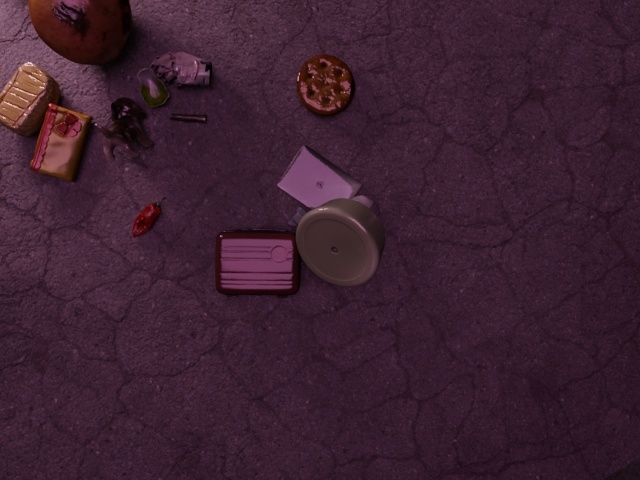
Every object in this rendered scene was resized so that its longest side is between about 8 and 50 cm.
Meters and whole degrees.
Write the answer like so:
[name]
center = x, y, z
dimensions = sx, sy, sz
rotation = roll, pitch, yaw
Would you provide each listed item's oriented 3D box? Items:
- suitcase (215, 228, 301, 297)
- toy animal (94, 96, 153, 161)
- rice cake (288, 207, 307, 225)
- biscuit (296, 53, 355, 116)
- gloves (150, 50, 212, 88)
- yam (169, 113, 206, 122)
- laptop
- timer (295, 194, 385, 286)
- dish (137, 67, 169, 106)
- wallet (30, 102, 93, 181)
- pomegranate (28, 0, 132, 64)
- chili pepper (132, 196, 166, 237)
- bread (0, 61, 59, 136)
[suitcase]
center = -0.216, 0.077, 1.420
dimensions = 0.296, 0.161, 0.237
rotation = 1, 92, -3
[toy animal]
center = -0.672, -0.374, 1.381
dimensions = 0.121, 0.233, 0.169
rotation = -7, 133, 7
[rice cake]
center = 0.003, -0.001, 1.491
dimensions = 0.290, 0.051, 0.081
rotation = 43, 123, -3
[biscuit]
center = 0.020, -0.560, 1.461
dimensions = 0.220, 0.066, 0.221
rotation = 0, 92, -4
[gloves]
center = -0.490, -0.602, 1.414
dimensions = 0.211, 0.111, 0.128
rotation = 6, 94, -10
[yam]
center = -0.476, -0.445, 1.455
dimensions = 0.129, 0.027, 0.033
rotation = 5, 113, -3
[laptop]
center = -0.002, -0.205, 1.496
dimensions = 0.268, 0.015, 0.188
rotation = 34, 89, -4
[timer]
center = 0.110, -0.043, 1.386
dimensions = 0.290, 0.315, 0.291
rotation = 15, 126, 22
[dish]
center = -0.595, -0.542, 1.439
dimensions = 0.091, 0.039, 0.137
rotation = -25, 96, 1
[wallet]
center = -0.892, -0.337, 1.393
dimensions = 0.141, 0.067, 0.242
rotation = 16, 93, -30
[pomegranate]
center = -0.758, -0.734, 1.296
dimensions = 0.321, 0.322, 0.323
rotation = 0, 92, -3
[chili pepper]
center = -0.618, -0.083, 1.447
dimensions = 0.059, 0.050, 0.191
rotation = 37, 97, -20
[bread]
center = -0.995, -0.475, 1.385
dimensions = 0.139, 0.106, 0.237
rotation = 33, 90, -2
